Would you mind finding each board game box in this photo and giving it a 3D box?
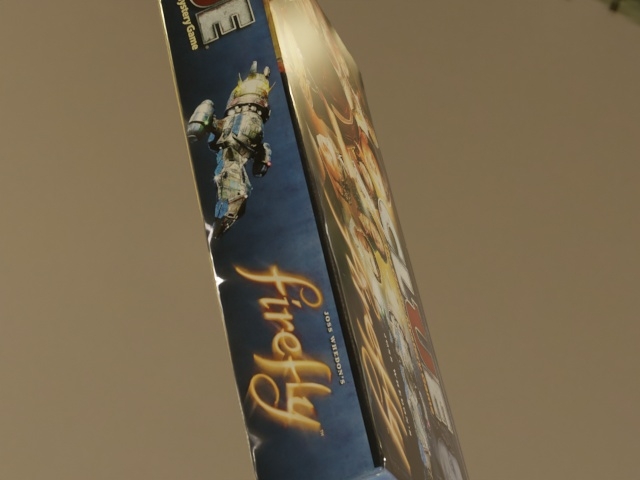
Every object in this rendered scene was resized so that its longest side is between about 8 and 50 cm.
[{"bbox_3d":[0.000,0.000,0.533,0.042,0.165,0.243,-19,-117,11],"label":"board game box"}]
